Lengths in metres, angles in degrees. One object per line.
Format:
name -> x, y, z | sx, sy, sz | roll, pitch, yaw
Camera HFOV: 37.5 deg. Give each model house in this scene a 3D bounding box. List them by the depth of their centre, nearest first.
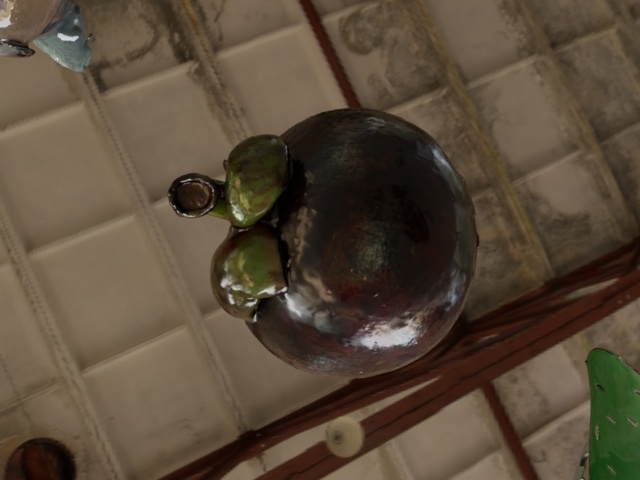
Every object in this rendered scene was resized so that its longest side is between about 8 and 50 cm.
model house -> 0.219, 0.139, 0.537 | 0.088, 0.117, 0.167 | -13, -70, -15

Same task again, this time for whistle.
whistle -> -0.308, -0.256, 0.919 | 0.189, 0.348, 0.189 | -1, -95, 9

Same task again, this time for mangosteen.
mangosteen -> 0.000, 0.000, 1.051 | 0.359, 0.306, 0.306 | 5, -106, -15

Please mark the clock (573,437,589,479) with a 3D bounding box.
clock -> 0.358, 0.294, 1.056 | 0.144, 0.103, 0.231 | 48, -133, -10
